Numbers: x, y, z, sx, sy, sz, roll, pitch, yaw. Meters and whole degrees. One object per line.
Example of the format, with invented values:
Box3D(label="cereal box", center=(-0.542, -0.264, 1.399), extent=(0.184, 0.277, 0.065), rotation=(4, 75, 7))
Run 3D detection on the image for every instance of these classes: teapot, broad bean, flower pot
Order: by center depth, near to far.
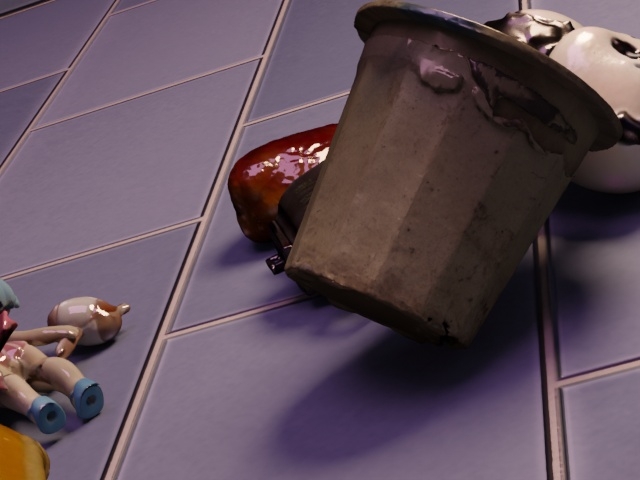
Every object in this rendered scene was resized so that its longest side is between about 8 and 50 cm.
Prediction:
Box3D(label="flower pot", center=(0.086, -0.034, 1.196), extent=(0.212, 0.212, 0.202), rotation=(12, 77, 54))
Box3D(label="teapot", center=(0.000, 0.000, 1.370), extent=(0.096, 0.087, 0.177), rotation=(-28, 22, -4))
Box3D(label="broad bean", center=(-0.003, -0.060, 1.521), extent=(0.165, 0.084, 0.114), rotation=(-17, 38, -6))

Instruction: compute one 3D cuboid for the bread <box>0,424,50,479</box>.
Box3D(label="bread", center=(-0.316, 0.218, 0.988), extent=(0.341, 0.210, 0.300), rotation=(-22, 19, 0))

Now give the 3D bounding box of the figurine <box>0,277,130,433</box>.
Box3D(label="figurine", center=(-0.259, 0.079, 1.397), extent=(0.205, 0.103, 0.260), rotation=(-34, 35, -25))

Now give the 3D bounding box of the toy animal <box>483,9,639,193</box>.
Box3D(label="toy animal", center=(0.218, -0.109, 1.350), extent=(0.179, 0.138, 0.166), rotation=(13, -4, 43))
